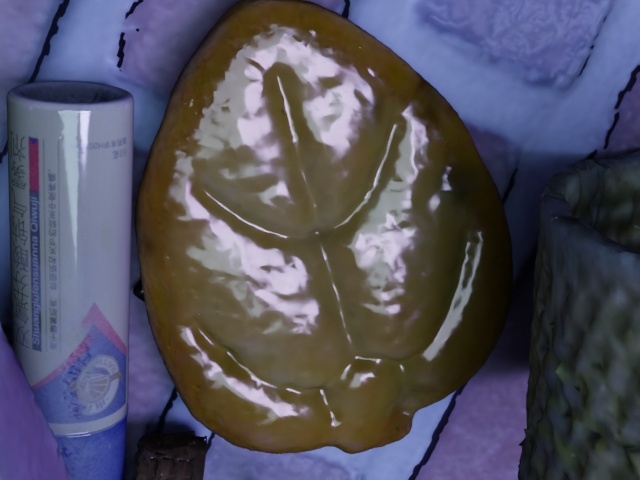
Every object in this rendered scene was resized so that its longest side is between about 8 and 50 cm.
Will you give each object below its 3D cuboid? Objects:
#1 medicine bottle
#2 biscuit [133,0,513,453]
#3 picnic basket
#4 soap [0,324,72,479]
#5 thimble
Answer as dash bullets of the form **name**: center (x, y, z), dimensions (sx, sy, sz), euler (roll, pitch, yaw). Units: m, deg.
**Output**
- **medicine bottle**: center (-0.125, 0.039, 0.495), dimensions (0.059, 0.059, 0.230), euler (1, 109, -10)
- **biscuit**: center (0.000, 0.002, 0.511), dimensions (0.203, 0.041, 0.260), euler (-16, 114, -3)
- **picnic basket**: center (-0.061, 0.138, 0.538), dimensions (0.083, 0.072, 0.072), euler (8, 109, -6)
- **soap**: center (-0.335, 0.166, 0.393), dimensions (0.446, 0.261, 0.156), euler (-16, 112, 0)
- **thimble**: center (0.229, 0.052, 0.451), dimensions (0.271, 0.271, 0.150), euler (-4, 108, -8)
